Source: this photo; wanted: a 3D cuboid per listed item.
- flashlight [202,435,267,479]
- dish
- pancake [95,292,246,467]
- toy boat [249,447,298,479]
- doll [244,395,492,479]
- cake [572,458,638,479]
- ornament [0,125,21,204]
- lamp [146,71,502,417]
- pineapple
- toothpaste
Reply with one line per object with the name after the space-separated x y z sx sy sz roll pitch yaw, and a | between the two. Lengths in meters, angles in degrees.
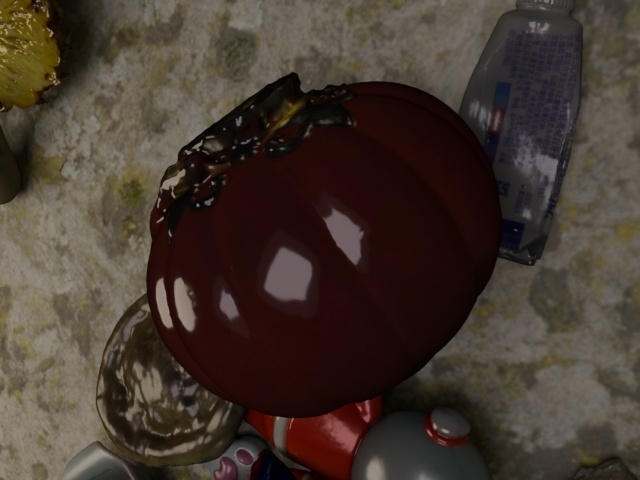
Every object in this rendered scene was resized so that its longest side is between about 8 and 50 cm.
-0.148 0.247 0.719 0.200 0.047 0.093 35 108 16 | flashlight
-0.250 0.375 0.769 0.154 0.064 0.234 -37 82 23 | dish
-0.183 0.161 0.690 0.236 0.042 0.223 26 88 32 | pancake
-0.088 0.323 0.608 0.318 0.071 0.219 7 86 48 | toy boat
0.052 0.207 0.575 0.336 0.105 0.200 25 105 38 | doll
0.257 0.296 0.500 0.135 0.134 0.147 -39 87 21 | cake
-0.529 -0.111 0.807 0.230 0.061 0.245 16 137 8 | ornament
0.000 0.000 0.488 0.303 0.303 0.257 -26 111 24 | lamp
-0.376 -0.267 0.743 0.249 0.164 0.139 -34 121 28 | pineapple
0.182 -0.119 0.529 0.099 0.068 0.283 33 122 48 | toothpaste
